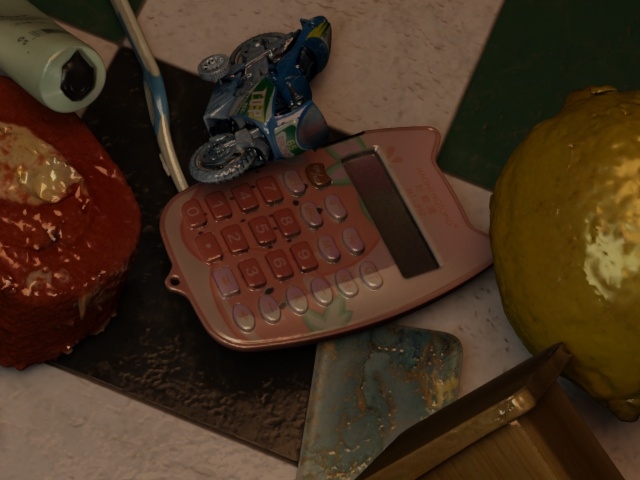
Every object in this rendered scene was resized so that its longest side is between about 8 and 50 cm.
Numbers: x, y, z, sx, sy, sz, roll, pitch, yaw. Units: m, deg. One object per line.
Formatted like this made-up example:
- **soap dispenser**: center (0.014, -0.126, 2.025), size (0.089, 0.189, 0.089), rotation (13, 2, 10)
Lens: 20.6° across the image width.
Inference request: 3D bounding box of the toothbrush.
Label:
- **toothbrush**: center (-0.174, -0.151, 1.817), size (0.040, 0.040, 0.386), rotation (-21, 70, -14)

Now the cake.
- **cake**: center (-0.291, -0.023, 1.690), size (0.177, 0.151, 0.283), rotation (-22, 65, -32)

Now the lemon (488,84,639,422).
- **lemon**: center (0.290, 0.009, 1.663), size (0.268, 0.268, 0.321), rotation (-5, 84, -7)

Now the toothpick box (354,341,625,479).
- **toothpick box**: center (0.202, 0.273, 1.524), size (0.190, 0.187, 0.308), rotation (-35, 88, 20)

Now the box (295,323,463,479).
- **box**: center (0.051, 0.211, 1.666), size (0.142, 0.044, 0.285), rotation (7, 64, 3)

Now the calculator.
- **calculator**: center (0.000, 0.000, 1.735), size (0.330, 0.048, 0.220), rotation (-16, 61, -20)

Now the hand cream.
- **hand cream**: center (-0.306, -0.211, 1.737), size (0.109, 0.067, 0.321), rotation (-11, 31, -31)

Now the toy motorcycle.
- **toy motorcycle**: center (-0.048, -0.143, 1.765), size (0.136, 0.092, 0.254), rotation (-7, 38, 18)
